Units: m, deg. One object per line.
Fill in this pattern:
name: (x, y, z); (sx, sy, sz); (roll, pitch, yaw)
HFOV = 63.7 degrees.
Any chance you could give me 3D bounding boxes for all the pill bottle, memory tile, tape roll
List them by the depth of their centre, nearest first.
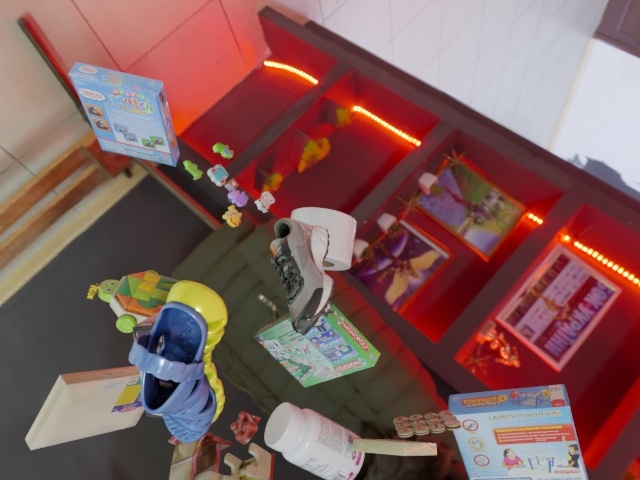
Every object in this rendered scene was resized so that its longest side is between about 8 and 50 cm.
memory tile: (0.248, 0.429, 1.212); (0.147, 0.012, 0.113); (-9, 180, 2)
pill bottle: (-0.018, 0.612, 1.563); (0.283, 0.160, 0.160); (35, 94, -21)
tape roll: (0.000, 0.000, 1.847); (0.246, 0.246, 0.169); (46, 51, -65)

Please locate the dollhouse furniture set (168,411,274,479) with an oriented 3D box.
dollhouse furniture set: (-0.246, 0.577, 1.339); (0.374, 0.201, 0.152); (-32, 127, 27)

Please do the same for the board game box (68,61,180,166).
board game box: (-0.366, -0.234, 0.990); (0.211, 0.160, 0.039); (102, 1, -62)

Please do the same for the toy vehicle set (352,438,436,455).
toy vehicle set: (0.231, 0.630, 1.571); (0.267, 0.165, 0.035); (32, 56, -53)

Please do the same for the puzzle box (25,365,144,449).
puzzle box: (-0.751, 0.557, 1.766); (0.272, 0.052, 0.409); (-58, 151, 11)

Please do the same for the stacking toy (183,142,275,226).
stacking toy: (-0.241, -0.138, 1.327); (0.167, 0.221, 0.052); (-17, -148, 44)

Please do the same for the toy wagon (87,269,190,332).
toy wagon: (-0.542, 0.185, 1.600); (0.267, 0.344, 0.068); (-90, -160, -62)

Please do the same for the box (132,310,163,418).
box: (-0.372, 0.290, 1.278); (0.183, 0.056, 0.231); (-33, 121, -68)

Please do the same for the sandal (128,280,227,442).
sandal: (-0.227, 0.214, 0.794); (0.138, 0.126, 0.318); (-51, 154, -50)

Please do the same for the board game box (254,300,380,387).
board game box: (-0.020, 0.275, 1.355); (0.317, 0.213, 0.046); (-34, -167, 48)

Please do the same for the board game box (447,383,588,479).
board game box: (0.538, 0.553, 1.406); (0.302, 0.308, 0.086); (69, 24, -19)

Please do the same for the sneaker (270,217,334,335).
sneaker: (-0.044, 0.058, 0.922); (0.108, 0.272, 0.100); (23, 122, -21)
